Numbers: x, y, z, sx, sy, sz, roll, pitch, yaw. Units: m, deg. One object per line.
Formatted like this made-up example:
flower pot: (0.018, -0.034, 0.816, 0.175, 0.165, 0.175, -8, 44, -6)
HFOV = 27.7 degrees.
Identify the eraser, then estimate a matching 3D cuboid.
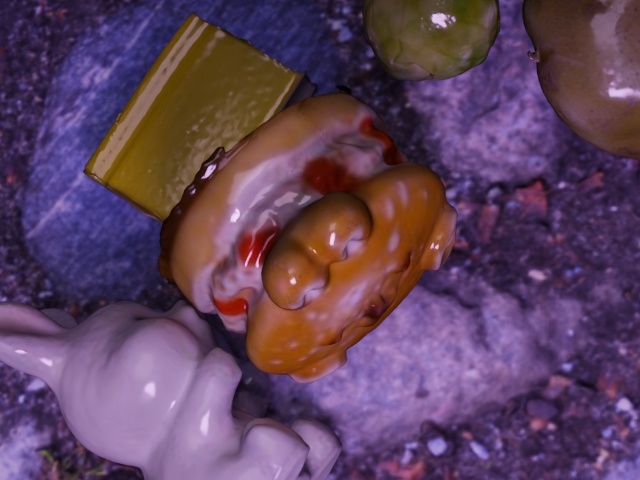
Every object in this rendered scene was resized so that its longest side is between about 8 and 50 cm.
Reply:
eraser: (-0.131, -0.117, 1.386, 0.158, 0.069, 0.226, 31, 85, 14)

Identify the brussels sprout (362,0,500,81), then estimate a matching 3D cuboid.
brussels sprout: (0.109, -0.244, 1.335, 0.151, 0.122, 0.149, 25, 81, 15)

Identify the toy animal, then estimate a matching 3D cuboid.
toy animal: (-0.176, 0.178, 1.266, 0.367, 0.196, 0.241, 44, 91, 15)

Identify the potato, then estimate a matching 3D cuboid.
potato: (0.359, -0.171, 1.234, 0.351, 0.202, 0.218, 20, 70, 2)

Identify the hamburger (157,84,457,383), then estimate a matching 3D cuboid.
hamburger: (0.000, 0.000, 1.208, 0.261, 0.302, 0.186, -42, 68, -9)
